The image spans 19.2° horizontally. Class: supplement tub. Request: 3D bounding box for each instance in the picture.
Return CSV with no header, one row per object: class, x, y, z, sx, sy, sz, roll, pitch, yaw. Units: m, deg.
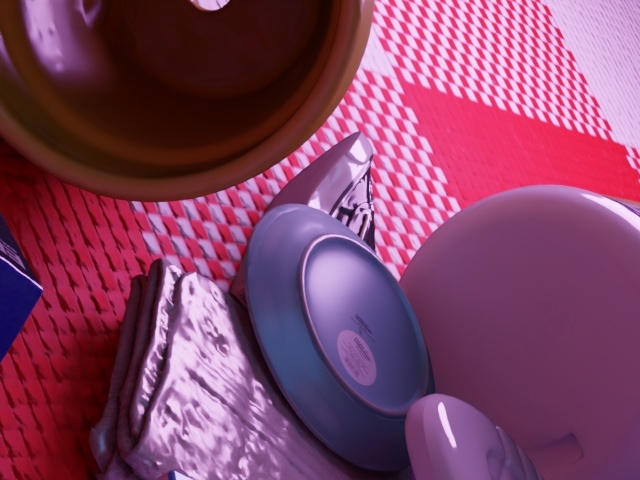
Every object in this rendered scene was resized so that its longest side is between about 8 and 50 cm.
supplement tub,0.221,0.089,1.413,0.331,0.241,0.241,8,53,-58

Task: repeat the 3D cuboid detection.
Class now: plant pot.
plant pot,-0.085,-0.160,1.197,0.254,0.254,0.239,56,9,-1

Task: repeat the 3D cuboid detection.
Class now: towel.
towel,-0.024,0.151,1.138,0.282,0.049,0.187,45,29,-25

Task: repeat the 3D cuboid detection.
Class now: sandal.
sandal,0.147,0.281,1.195,0.416,0.102,0.169,55,19,-20

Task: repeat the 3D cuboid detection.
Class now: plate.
plate,0.022,0.057,1.219,0.188,0.024,0.188,37,38,-36

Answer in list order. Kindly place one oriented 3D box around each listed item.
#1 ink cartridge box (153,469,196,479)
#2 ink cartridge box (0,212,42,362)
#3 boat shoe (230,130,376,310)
ink cartridge box,-0.054,0.196,0.982,0.143,0.090,0.092,31,35,-41
ink cartridge box,-0.223,-0.039,0.848,0.165,0.065,0.332,38,8,-35
boat shoe,0.000,0.000,1.331,0.070,0.078,0.219,49,35,-14
